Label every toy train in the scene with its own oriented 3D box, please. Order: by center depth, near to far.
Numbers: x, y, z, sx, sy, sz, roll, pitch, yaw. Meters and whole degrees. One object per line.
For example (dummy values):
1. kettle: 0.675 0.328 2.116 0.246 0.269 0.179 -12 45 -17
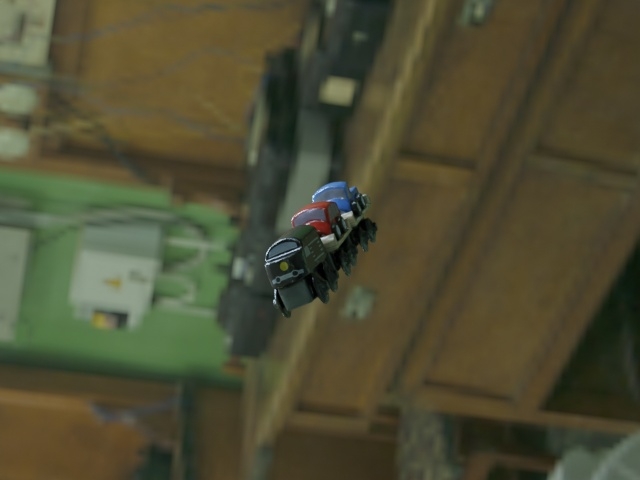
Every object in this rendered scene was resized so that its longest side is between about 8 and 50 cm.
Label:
1. toy train: 0.000 0.000 0.907 0.158 0.027 0.036 -47 -65 -74
